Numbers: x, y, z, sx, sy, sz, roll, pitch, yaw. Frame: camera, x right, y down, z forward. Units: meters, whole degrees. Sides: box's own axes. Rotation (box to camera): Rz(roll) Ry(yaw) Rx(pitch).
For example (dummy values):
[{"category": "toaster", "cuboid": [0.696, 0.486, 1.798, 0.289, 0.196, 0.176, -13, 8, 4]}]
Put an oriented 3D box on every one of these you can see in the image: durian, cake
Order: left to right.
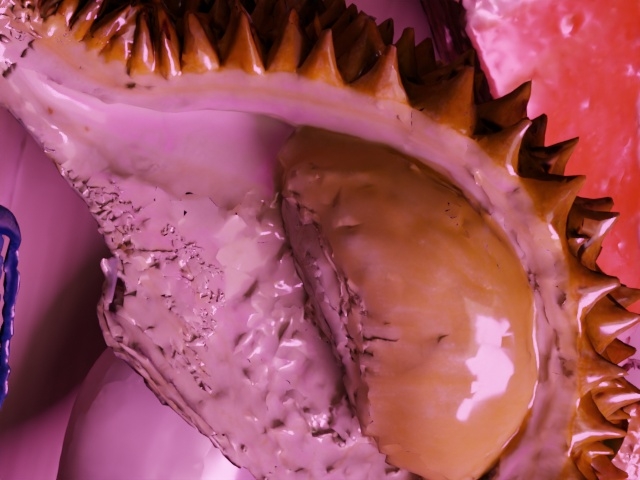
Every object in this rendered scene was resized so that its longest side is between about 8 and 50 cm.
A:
[{"category": "durian", "cuboid": [0.000, 0.000, 0.631, 0.166, 0.172, 0.306, -42, 99, -6]}, {"category": "cake", "cuboid": [0.109, -0.061, 0.735, 0.135, 0.098, 0.287, -26, 127, -19]}]

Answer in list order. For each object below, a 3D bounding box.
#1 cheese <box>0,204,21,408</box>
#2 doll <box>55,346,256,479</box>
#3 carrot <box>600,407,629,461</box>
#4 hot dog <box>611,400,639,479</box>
[{"category": "cheese", "cuboid": [-0.203, 0.044, 0.490, 0.270, 0.069, 0.177, -8, 119, -36]}, {"category": "doll", "cuboid": [-0.140, 0.258, 0.673, 0.376, 0.187, 0.365, -43, 164, -41]}, {"category": "carrot", "cuboid": [0.035, 0.063, 0.743, 0.173, 0.082, 0.082, 26, 102, -11]}, {"category": "hot dog", "cuboid": [0.087, 0.168, 0.861, 0.123, 0.093, 0.261, 33, 105, -22]}]
